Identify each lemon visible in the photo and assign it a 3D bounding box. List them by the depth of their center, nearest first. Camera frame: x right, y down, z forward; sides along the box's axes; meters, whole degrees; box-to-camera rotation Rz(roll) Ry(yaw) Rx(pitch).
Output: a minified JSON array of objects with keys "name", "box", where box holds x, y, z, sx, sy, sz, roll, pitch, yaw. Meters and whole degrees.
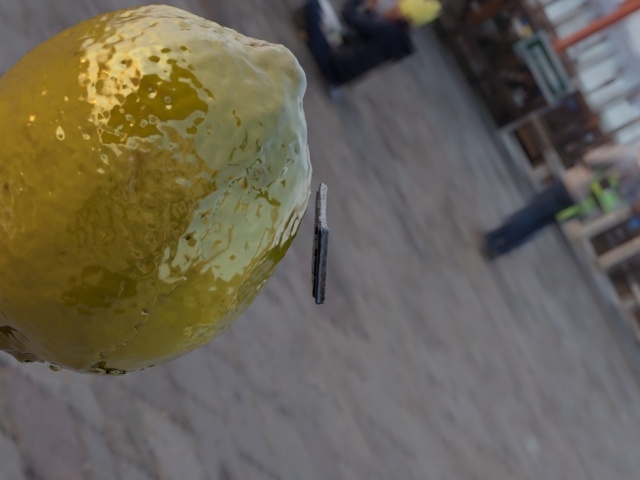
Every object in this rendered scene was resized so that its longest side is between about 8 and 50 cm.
[{"name":"lemon","box":[-0.116,-0.028,1.102,0.204,0.260,0.204,45,10,-10]}]

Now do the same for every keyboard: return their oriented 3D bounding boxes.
[{"name":"keyboard","box":[0.000,0.000,1.214,0.155,0.010,0.053,-90,-177,-78]}]
